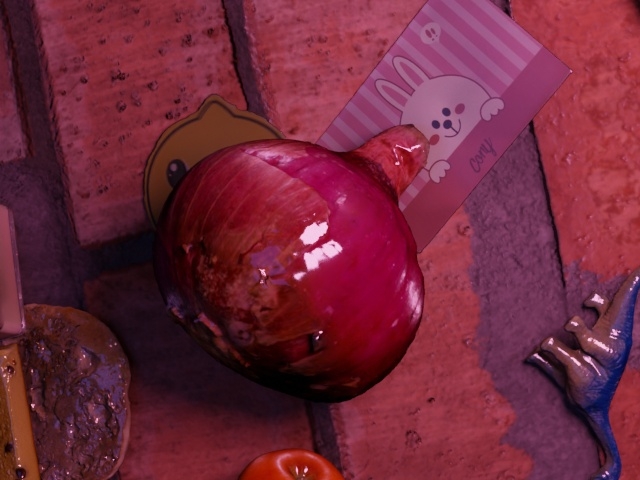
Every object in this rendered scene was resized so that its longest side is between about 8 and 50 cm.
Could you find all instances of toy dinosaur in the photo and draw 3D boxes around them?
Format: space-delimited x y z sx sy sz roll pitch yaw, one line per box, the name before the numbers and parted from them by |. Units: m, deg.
toy dinosaur | 0.359 0.157 1.646 0.188 0.075 0.248 43 102 2

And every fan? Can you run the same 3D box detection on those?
fan | -0.131 -0.027 1.828 0.229 0.011 0.335 -3 91 20

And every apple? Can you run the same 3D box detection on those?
apple | -0.036 0.342 1.744 0.163 0.163 0.139 18 108 18

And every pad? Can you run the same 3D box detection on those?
pad | 0.144 -0.159 1.718 0.202 0.005 0.300 43 107 12

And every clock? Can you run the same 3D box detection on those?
clock | -0.498 0.051 1.917 0.147 0.071 0.192 -16 74 21

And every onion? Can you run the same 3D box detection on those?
onion | 0.000 0.000 1.651 0.348 0.348 0.385 38 70 14

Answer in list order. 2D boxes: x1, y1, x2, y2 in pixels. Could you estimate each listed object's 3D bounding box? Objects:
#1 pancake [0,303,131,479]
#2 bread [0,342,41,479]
pancake | -0.377 0.221 1.916 0.282 0.049 0.282 1 92 23
bread | -0.441 0.260 1.894 0.088 0.049 0.226 -10 90 22
